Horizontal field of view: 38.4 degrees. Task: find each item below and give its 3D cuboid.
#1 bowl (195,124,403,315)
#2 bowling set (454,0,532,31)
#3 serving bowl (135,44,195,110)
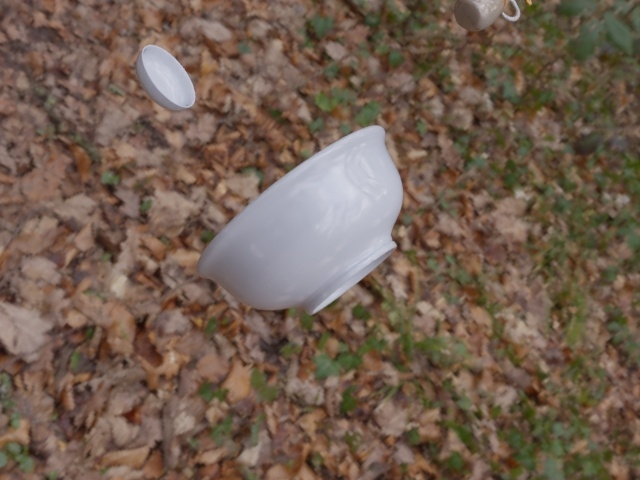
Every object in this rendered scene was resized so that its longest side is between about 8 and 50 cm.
[{"bbox_3d":[0.000,0.000,1.152,0.134,0.298,0.298,52,34,8],"label":"bowl"},{"bbox_3d":[0.161,-0.366,0.880,0.287,0.200,0.154,54,52,-7],"label":"bowling set"},{"bbox_3d":[-0.181,-0.180,1.048,0.083,0.027,0.083,42,30,-31],"label":"serving bowl"}]
